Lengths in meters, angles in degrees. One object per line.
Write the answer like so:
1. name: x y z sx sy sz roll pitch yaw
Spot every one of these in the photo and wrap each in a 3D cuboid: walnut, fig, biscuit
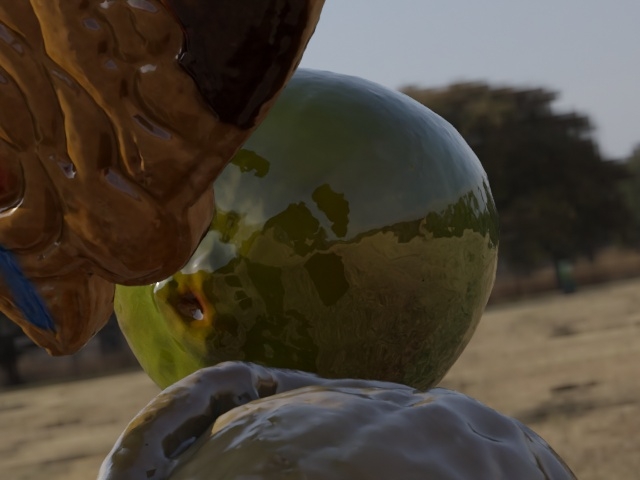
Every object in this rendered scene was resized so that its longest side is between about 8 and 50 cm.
1. walnut: 0.002 0.133 0.597 0.198 0.198 0.245 -10 -10 29
2. fig: -0.004 0.009 1.021 0.207 0.207 0.230 -10 -8 24
3. biscuit: -0.098 -0.050 0.611 0.280 0.183 0.043 -18 20 43
